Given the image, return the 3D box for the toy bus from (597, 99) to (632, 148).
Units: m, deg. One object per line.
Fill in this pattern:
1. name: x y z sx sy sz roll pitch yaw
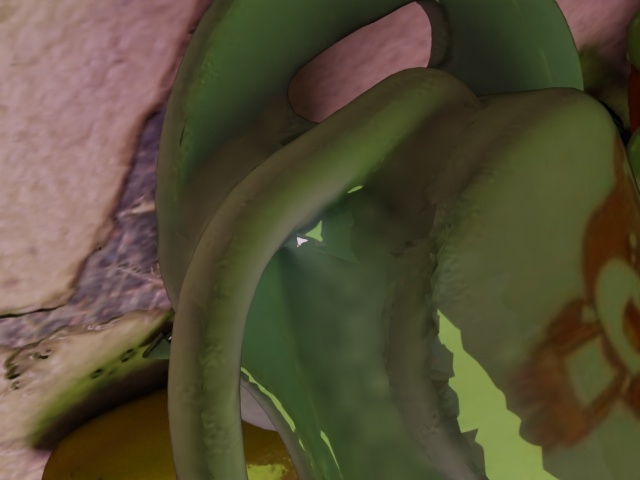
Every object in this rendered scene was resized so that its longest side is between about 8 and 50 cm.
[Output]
1. toy bus: 0.146 -0.024 0.620 0.051 0.061 0.153 -40 155 22

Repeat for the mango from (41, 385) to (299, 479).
1. mango: -0.050 0.102 0.594 0.161 0.076 0.103 -5 148 -31

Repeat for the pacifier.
1. pacifier: 0.011 0.031 0.448 0.227 0.279 0.207 -34 -159 -32

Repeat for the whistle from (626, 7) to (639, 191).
1. whistle: 0.174 -0.051 0.490 0.106 0.131 0.288 1 180 16

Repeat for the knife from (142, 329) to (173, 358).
1. knife: 0.000 0.000 0.539 0.184 0.022 0.026 -38 127 8
